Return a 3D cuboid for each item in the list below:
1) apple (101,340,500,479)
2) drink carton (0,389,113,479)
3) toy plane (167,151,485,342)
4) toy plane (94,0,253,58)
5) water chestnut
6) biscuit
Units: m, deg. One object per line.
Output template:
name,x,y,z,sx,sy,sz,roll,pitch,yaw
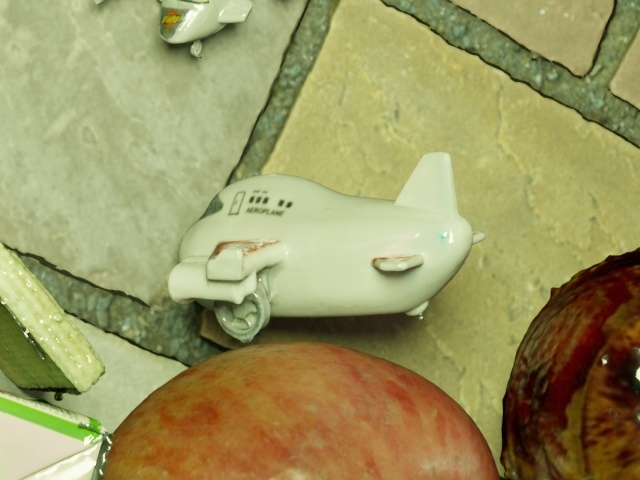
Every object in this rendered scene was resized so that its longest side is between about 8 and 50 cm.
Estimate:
apple,-0.039,0.236,1.325,0.344,0.269,0.345,-9,105,-37
drink carton,-0.231,0.179,1.234,0.108,0.271,0.161,18,83,-16
toy plane,0.000,0.004,1.355,0.252,0.252,0.118,-11,96,-21
toy plane,-0.058,-0.264,1.431,0.182,0.107,0.273,2,54,17
water chestnut,0.314,0.171,1.456,0.350,0.302,0.350,-2,83,14
biscuit,-0.216,0.054,1.281,0.040,0.199,0.121,-41,102,-18
